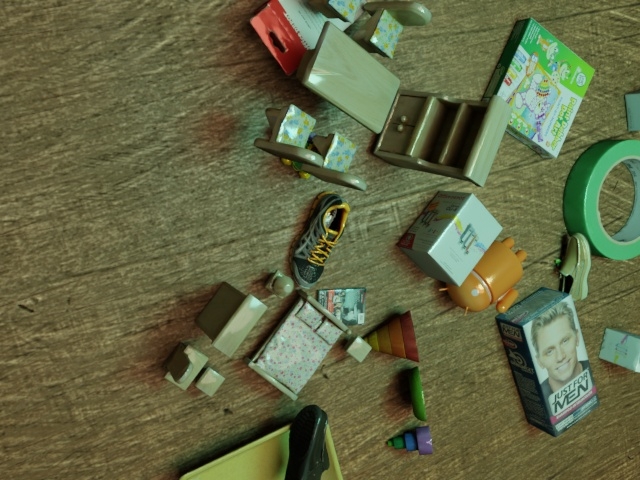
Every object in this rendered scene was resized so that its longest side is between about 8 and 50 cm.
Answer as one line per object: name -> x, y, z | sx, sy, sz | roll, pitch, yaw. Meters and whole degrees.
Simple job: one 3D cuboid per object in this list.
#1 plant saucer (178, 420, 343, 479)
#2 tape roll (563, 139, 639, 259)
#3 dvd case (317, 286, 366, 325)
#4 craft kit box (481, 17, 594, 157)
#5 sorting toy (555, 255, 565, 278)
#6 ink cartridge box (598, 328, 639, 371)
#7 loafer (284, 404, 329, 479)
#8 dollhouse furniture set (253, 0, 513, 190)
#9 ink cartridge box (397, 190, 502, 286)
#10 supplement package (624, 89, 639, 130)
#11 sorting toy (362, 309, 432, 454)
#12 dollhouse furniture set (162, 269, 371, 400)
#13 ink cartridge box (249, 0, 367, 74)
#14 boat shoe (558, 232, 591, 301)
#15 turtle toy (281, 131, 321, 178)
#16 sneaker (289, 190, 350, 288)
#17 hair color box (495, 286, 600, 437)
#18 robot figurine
plant saucer -> -0.114, 0.561, 1.383 | 0.333, 0.081, 0.332 | -20, 106, -21
tape roll -> 0.797, -0.109, 1.716 | 0.321, 0.077, 0.321 | -4, 100, -26
dvd case -> 0.047, 0.150, 1.432 | 0.120, 0.013, 0.087 | -2, 99, -24
craft kit box -> 0.529, -0.366, 1.561 | 0.247, 0.061, 0.249 | 25, 87, -29
sorting toy -> 0.658, 0.073, 1.712 | 0.083, 0.012, 0.062 | 6, 96, -27
ink cartridge box -> 0.872, 0.310, 1.778 | 0.092, 0.143, 0.089 | 11, 93, -27
loafer -> -0.021, 0.444, 1.329 | 0.078, 0.080, 0.220 | 7, 100, -36
dollhouse furniture set -> 0.142, -0.263, 1.214 | 0.394, 0.256, 0.362 | 23, 87, -46
ink cartridge box -> 0.296, -0.009, 1.462 | 0.127, 0.128, 0.176 | 45, 77, -24
supplement package -> 0.912, -0.349, 1.674 | 0.105, 0.179, 0.105 | -20, 106, -22
sorting toy -> 0.178, 0.343, 1.495 | 0.126, 0.127, 0.365 | -8, 106, 6
dollhouse furniture set -> -0.079, 0.252, 1.287 | 0.355, 0.174, 0.303 | 41, 81, -21
ink cartridge box -> -0.032, -0.443, 1.264 | 0.231, 0.078, 0.134 | -44, 114, -14
boat shoe -> 0.660, 0.075, 1.672 | 0.072, 0.068, 0.189 | -11, 106, -11
turtle toy -> -0.033, -0.189, 1.311 | 0.130, 0.066, 0.095 | 37, 82, -26
sneaker -> 0.000, 0.000, 1.348 | 0.084, 0.083, 0.214 | 17, 92, -28
hair color box -> 0.598, 0.317, 1.671 | 0.174, 0.105, 0.347 | -28, 108, -20
robot figurine -> 0.392, 0.085, 1.522 | 0.219, 0.128, 0.158 | -36, 112, -16
